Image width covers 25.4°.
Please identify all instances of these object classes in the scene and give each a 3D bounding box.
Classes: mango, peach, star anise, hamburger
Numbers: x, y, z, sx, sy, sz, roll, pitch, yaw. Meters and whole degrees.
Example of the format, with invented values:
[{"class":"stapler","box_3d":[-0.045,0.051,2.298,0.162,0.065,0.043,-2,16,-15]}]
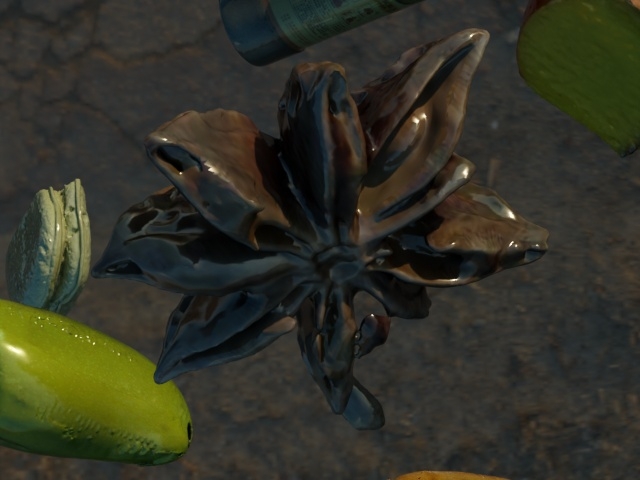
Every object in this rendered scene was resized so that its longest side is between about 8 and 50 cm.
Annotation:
[{"class":"mango","box_3d":[-0.152,0.088,0.813,0.074,0.165,0.091,-57,14,20]},{"class":"peach","box_3d":[0.381,-0.263,1.576,0.242,0.380,0.306,44,76,8]},{"class":"star anise","box_3d":[0.000,0.000,0.662,0.089,0.209,0.231,-102,26,-44]},{"class":"hamburger","box_3d":[-0.213,0.017,1.132,0.121,0.054,0.084,-59,30,36]}]

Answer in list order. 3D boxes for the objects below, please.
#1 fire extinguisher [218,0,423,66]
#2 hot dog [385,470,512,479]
[{"class":"fire extinguisher","box_3d":[0.053,-0.319,1.593,0.376,0.200,0.113,-18,69,24]},{"class":"hot dog","box_3d":[0.106,0.217,1.138,0.055,0.188,0.072,28,97,45]}]
